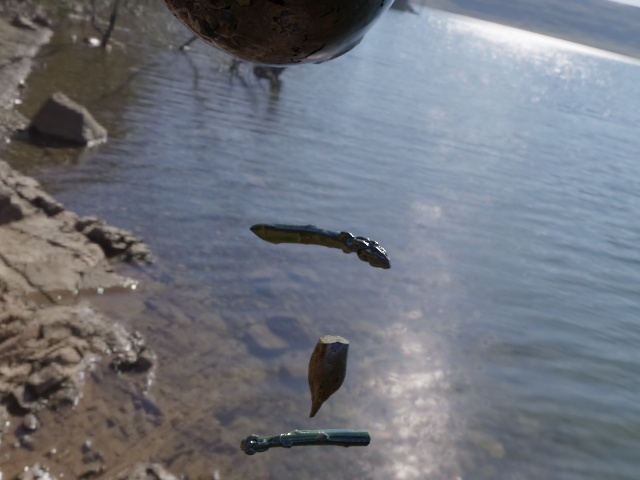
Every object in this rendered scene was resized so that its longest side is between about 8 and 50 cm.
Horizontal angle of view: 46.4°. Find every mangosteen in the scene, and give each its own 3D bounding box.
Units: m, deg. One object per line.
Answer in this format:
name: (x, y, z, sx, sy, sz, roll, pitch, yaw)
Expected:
mangosteen: (-0.026, -0.218, 0.497, 0.210, 0.210, 0.210, 12, 19, -4)

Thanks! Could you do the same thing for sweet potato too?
sweet potato: (0.003, 0.168, 0.918, 0.049, 0.117, 0.049, 15, 16, -4)

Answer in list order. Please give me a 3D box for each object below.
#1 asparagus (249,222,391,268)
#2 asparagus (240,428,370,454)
asparagus: (-0.001, 0.000, 0.841, 0.236, 0.034, 0.027, 11, -27, 48)
asparagus: (-0.010, 0.161, 0.602, 0.127, 0.018, 0.015, 9, -9, -38)
